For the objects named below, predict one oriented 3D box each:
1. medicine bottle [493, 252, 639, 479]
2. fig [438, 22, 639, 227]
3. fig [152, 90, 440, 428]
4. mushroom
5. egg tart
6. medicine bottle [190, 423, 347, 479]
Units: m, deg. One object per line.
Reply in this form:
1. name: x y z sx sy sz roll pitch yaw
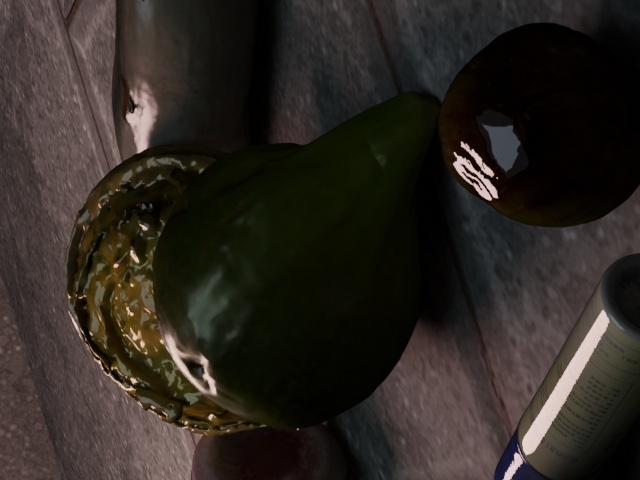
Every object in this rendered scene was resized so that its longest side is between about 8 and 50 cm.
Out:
1. medicine bottle: 0.155 0.093 0.914 0.231 0.059 0.059 106 143 -55
2. fig: 0.109 -0.058 0.865 0.154 0.103 0.109 -17 66 61
3. fig: 0.000 0.000 1.126 0.275 0.206 0.206 -49 56 38
4. mushroom: -0.122 -0.179 1.350 0.397 0.126 0.177 96 159 -52
5. egg tart: -0.108 0.058 1.329 0.290 0.107 0.291 10 113 26
6. medicine bottle: -0.052 0.274 1.465 0.247 0.147 0.147 97 150 -44
